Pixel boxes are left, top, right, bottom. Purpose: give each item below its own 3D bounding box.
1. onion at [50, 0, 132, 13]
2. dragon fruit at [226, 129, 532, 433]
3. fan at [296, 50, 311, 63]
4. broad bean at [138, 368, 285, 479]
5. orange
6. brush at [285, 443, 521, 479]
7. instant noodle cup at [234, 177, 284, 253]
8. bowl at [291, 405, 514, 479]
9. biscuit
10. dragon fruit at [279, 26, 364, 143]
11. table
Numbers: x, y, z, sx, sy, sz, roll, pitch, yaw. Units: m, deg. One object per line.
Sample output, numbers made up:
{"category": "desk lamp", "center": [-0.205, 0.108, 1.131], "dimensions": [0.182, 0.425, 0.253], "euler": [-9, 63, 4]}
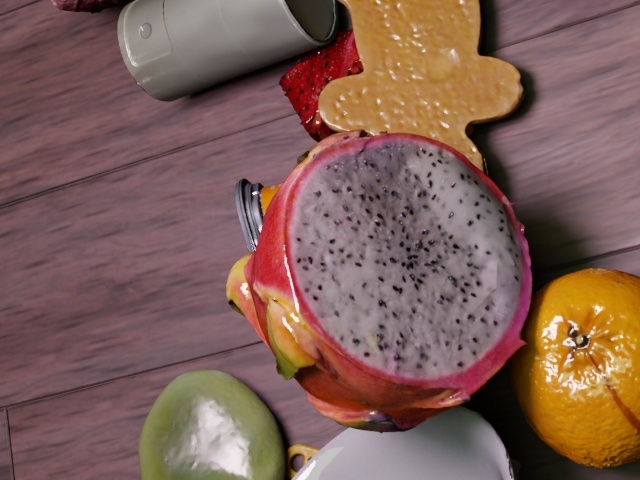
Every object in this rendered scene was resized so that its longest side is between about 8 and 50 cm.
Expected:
{"category": "onion", "center": [-0.219, -0.378, 1.832], "dimensions": [0.280, 0.146, 0.314], "euler": [-23, 41, 3]}
{"category": "dragon fruit", "center": [0.058, 0.047, 1.488], "dimensions": [0.189, 0.290, 0.290], "euler": [138, 124, -62]}
{"category": "fan", "center": [-0.007, -0.327, 1.786], "dimensions": [0.057, 0.023, 0.282], "euler": [-8, 79, 27]}
{"category": "broad bean", "center": [-0.119, 0.253, 1.702], "dimensions": [0.169, 0.100, 0.228], "euler": [-6, 66, 18]}
{"category": "orange", "center": [0.269, 0.120, 1.490], "dimensions": [0.193, 0.161, 0.193], "euler": [-3, 83, 28]}
{"category": "brush", "center": [0.077, 0.256, 1.644], "dimensions": [0.272, 0.013, 0.103], "euler": [8, 84, 28]}
{"category": "instant noodle cup", "center": [0.000, 0.000, 1.653], "dimensions": [0.125, 0.177, 0.208], "euler": [-20, 55, 7]}
{"category": "bowl", "center": [0.087, 0.336, 1.507], "dimensions": [0.345, 0.157, 0.345], "euler": [-32, 32, 24]}
{"category": "biscuit", "center": [0.104, -0.167, 1.658], "dimensions": [0.216, 0.047, 0.339], "euler": [-10, 74, 5]}
{"category": "dragon fruit", "center": [0.017, -0.179, 1.714], "dimensions": [0.131, 0.063, 0.097], "euler": [-42, 83, 9]}
{"category": "table", "center": [-0.103, -0.245, 1.747], "dimensions": [0.220, 0.126, 0.126], "euler": [-18, 74, 30]}
